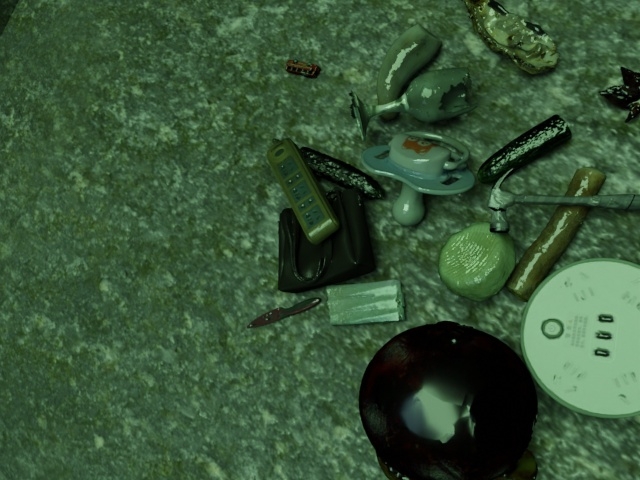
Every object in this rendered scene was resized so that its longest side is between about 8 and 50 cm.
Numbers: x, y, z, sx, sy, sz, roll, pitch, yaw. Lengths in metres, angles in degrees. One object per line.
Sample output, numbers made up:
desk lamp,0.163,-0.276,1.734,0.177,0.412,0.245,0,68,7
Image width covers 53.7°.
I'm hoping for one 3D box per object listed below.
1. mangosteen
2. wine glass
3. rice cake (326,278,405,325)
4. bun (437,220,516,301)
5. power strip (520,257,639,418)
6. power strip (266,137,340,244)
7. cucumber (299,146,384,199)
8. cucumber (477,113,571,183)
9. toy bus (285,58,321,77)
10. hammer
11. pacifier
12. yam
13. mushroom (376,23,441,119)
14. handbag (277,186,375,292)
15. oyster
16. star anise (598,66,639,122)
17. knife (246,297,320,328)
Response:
mangosteen,0.288,0.384,1.366,0.381,0.381,0.421,-23,79,19
wine glass,0.237,-0.359,1.636,0.321,0.143,0.143,-15,72,4
rice cake,0.120,0.165,1.671,0.211,0.038,0.124,-12,73,22
bun,0.384,0.052,1.522,0.195,0.118,0.195,-28,47,34
power strip,0.621,0.211,1.353,0.358,0.161,0.357,-6,76,24
power strip,-0.059,-0.154,1.709,0.092,0.066,0.387,-36,53,11
cucumber,0.058,-0.186,1.764,0.300,0.072,0.072,26,91,26
cucumber,0.493,-0.218,1.559,0.241,0.074,0.074,-31,67,17
toy bus,-0.054,-0.519,1.910,0.110,0.031,0.043,20,90,29
hammer,0.596,-0.080,1.428,0.427,0.044,0.152,4,87,5
pacifier,0.245,-0.146,1.619,0.299,0.244,0.233,28,122,30
yam,0.553,-0.018,1.487,0.081,0.081,0.356,31,92,28
mushroom,0.219,-0.465,1.728,0.118,0.103,0.270,32,97,-9
handbag,0.000,0.000,1.709,0.285,0.113,0.256,-20,65,32
oyster,0.482,-0.546,1.644,0.129,0.078,0.345,-34,63,-8
star anise,0.744,-0.348,1.481,0.157,0.053,0.212,24,92,27
knife,-0.108,0.203,1.783,0.247,0.018,0.035,-22,73,21
